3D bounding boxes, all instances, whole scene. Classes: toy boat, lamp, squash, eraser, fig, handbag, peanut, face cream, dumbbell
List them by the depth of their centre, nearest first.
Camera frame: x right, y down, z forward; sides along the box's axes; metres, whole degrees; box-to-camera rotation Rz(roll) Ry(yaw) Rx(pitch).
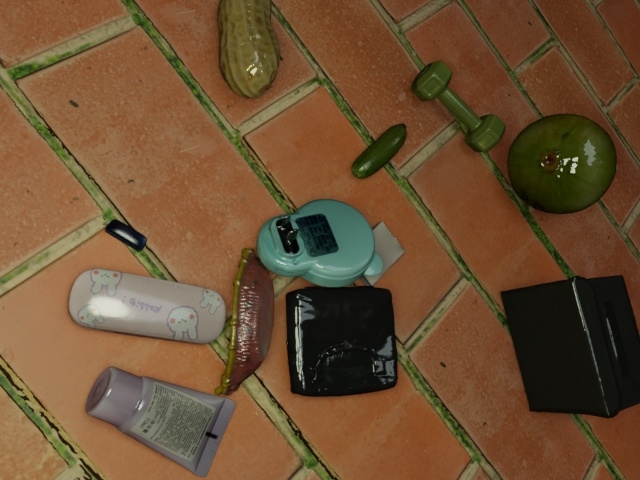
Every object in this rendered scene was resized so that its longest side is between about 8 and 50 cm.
[{"bbox_3d":[-0.292,0.328,1.040,0.274,0.096,0.154,36,61,-29],"label":"face cream"},{"bbox_3d":[-0.151,0.162,1.157,0.141,0.099,0.318,45,48,-60],"label":"toy boat"},{"bbox_3d":[-0.005,0.007,1.239,0.284,0.147,0.209,3,53,-38],"label":"lamp"},{"bbox_3d":[0.047,0.225,1.250,0.275,0.088,0.244,3,76,-31],"label":"handbag"},{"bbox_3d":[-0.168,-0.490,1.307,0.153,0.140,0.325,16,63,-44],"label":"peanut"},{"bbox_3d":[0.136,0.033,1.389,0.150,0.023,0.104,-42,98,-31],"label":"eraser"},{"bbox_3d":[0.167,-0.242,1.459,0.066,0.066,0.252,49,59,-8],"label":"squash"},{"bbox_3d":[0.399,-0.384,1.603,0.302,0.121,0.108,41,32,-14],"label":"dumbbell"},{"bbox_3d":[0.723,-0.220,1.648,0.316,0.316,0.316,8,72,-27],"label":"fig"}]

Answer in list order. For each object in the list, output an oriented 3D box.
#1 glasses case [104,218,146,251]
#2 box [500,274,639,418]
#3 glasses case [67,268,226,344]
[{"bbox_3d":[-0.388,-0.012,1.113,0.083,0.023,0.033,35,64,-17],"label":"glasses case"},{"bbox_3d":[0.681,0.274,1.489,0.204,0.251,0.345,-5,80,-30],"label":"box"},{"bbox_3d":[-0.328,0.131,1.074,0.297,0.075,0.113,13,72,-24],"label":"glasses case"}]
